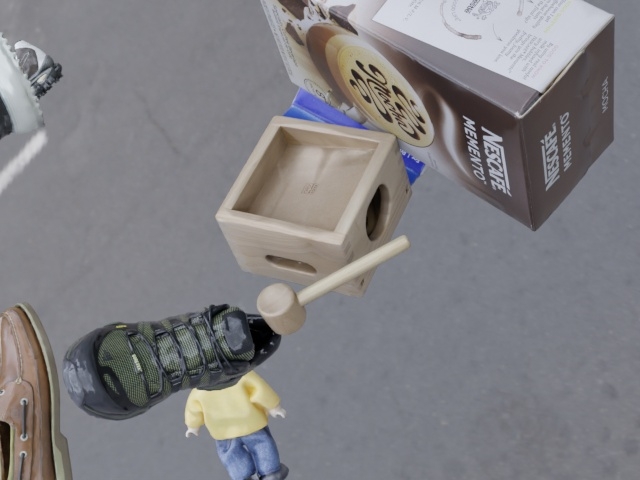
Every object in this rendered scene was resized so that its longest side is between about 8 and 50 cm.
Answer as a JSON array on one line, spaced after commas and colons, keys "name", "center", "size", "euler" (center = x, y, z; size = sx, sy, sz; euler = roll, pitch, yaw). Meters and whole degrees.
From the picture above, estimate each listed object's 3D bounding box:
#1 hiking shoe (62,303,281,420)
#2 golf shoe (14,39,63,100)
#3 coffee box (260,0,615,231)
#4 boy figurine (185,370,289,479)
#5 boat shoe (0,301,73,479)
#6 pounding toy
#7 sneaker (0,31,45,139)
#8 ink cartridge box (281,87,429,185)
[{"name": "hiking shoe", "center": [-0.118, 0.089, 0.935], "size": [0.114, 0.227, 0.086], "euler": [-34, 76, 32]}, {"name": "golf shoe", "center": [-0.494, -0.227, 1.687], "size": [0.198, 0.094, 0.077], "euler": [-42, 15, 11]}, {"name": "coffee box", "center": [0.094, -0.159, 0.923], "size": [0.297, 0.168, 0.119], "euler": [35, 73, 30]}, {"name": "boy figurine", "center": [-0.153, 0.283, 1.837], "size": [0.177, 0.092, 0.285], "euler": [-20, 93, 12]}, {"name": "boat shoe", "center": [-0.450, 0.247, 1.623], "size": [0.110, 0.104, 0.307], "euler": [-27, 75, 58]}, {"name": "pounding toy", "center": [0.006, 0.006, 0.956], "size": [0.181, 0.094, 0.206], "euler": [12, 58, 26]}, {"name": "sneaker", "center": [-0.329, -0.122, 0.782], "size": [0.146, 0.102, 0.293], "euler": [-36, 40, -22]}, {"name": "ink cartridge box", "center": [0.096, -0.183, 1.218], "size": [0.165, 0.333, 0.065], "euler": [29, 131, 10]}]
